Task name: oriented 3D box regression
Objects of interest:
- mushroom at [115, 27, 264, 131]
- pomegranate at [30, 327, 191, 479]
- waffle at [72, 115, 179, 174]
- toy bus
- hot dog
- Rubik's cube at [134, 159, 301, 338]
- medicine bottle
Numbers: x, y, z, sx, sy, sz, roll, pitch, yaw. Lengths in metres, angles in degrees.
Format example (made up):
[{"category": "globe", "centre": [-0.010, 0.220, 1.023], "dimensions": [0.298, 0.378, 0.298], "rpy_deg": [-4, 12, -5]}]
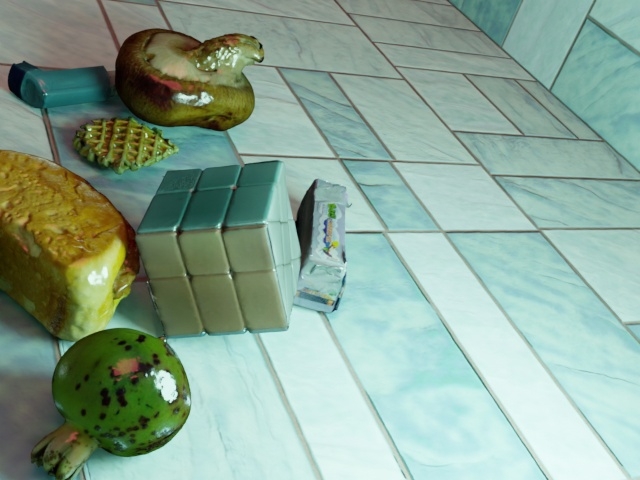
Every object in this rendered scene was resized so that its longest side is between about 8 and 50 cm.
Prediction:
[{"category": "mushroom", "centre": [-0.315, -0.409, 1.932], "dimensions": [0.345, 0.260, 0.345], "rpy_deg": [21, 32, -14]}, {"category": "pomegranate", "centre": [-0.299, 0.235, 1.152], "dimensions": [0.202, 0.202, 0.248], "rpy_deg": [31, 66, 16]}, {"category": "waffle", "centre": [-0.435, -0.215, 1.799], "dimensions": [0.208, 0.054, 0.214], "rpy_deg": [35, 38, 26]}, {"category": "toy bus", "centre": [0.000, 0.000, 1.649], "dimensions": [0.112, 0.138, 0.317], "rpy_deg": [15, 36, -10]}, {"category": "hot dog", "centre": [-0.462, -0.012, 1.389], "dimensions": [0.405, 0.185, 0.223], "rpy_deg": [35, 38, 20]}, {"category": "Rubik's cube", "centre": [-0.167, 0.015, 1.407], "dimensions": [0.224, 0.221, 0.231], "rpy_deg": [-5, 33, 9]}, {"category": "medicine bottle", "centre": [-0.593, -0.369, 1.912], "dimensions": [0.258, 0.079, 0.124], "rpy_deg": [-16, 48, -42]}]
